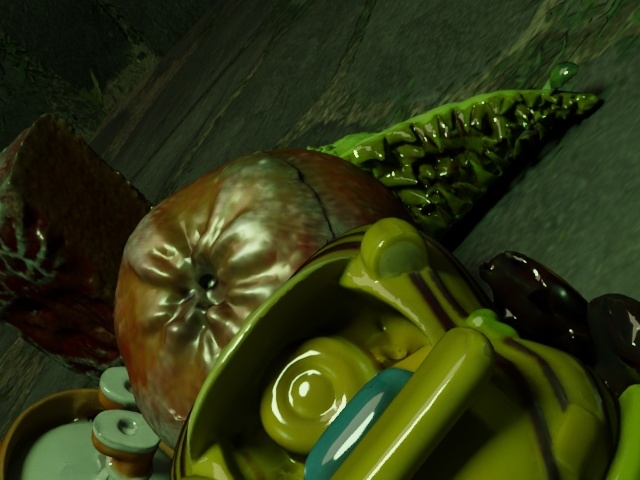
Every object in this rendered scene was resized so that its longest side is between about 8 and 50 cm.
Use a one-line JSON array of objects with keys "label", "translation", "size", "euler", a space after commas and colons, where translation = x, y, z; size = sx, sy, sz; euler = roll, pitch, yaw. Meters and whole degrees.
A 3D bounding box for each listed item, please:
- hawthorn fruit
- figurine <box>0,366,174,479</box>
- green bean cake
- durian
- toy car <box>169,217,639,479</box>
[{"label": "hawthorn fruit", "translation": [-0.018, 0.039, 0.812], "size": [0.173, 0.173, 0.173], "euler": [-47, 14, 15]}, {"label": "figurine", "translation": [-0.135, 0.185, 0.915], "size": [0.143, 0.143, 0.271], "euler": [-67, -14, -50]}, {"label": "green bean cake", "translation": [-0.160, 0.028, 1.155], "size": [0.198, 0.233, 0.097], "euler": [-24, 33, 55]}, {"label": "durian", "translation": [0.004, 0.006, 0.952], "size": [0.375, 0.106, 0.132], "euler": [-41, 10, 21]}, {"label": "toy car", "translation": [0.023, 0.077, 0.588], "size": [0.200, 0.142, 0.248], "euler": [-52, 22, -6]}]
